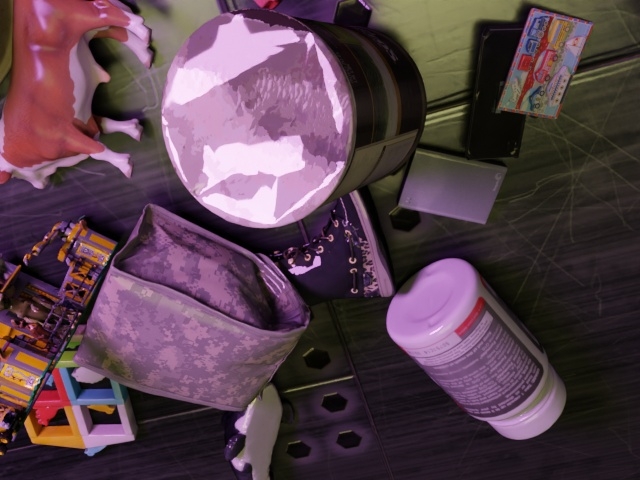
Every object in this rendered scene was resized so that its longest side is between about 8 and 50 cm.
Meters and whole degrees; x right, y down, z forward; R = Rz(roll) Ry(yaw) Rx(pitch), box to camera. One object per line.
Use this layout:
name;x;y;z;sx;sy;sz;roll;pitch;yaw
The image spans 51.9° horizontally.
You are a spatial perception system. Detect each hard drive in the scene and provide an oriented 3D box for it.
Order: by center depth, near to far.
hard drive;0.187;-0.080;0.942;0.135;0.022;0.094;11;120;-7

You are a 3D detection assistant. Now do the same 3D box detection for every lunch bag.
lunch bag;-0.178;0.119;0.969;0.286;0.169;0.235;26;129;-10

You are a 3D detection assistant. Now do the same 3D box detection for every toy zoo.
toy zoo;-0.436;0.273;1.155;0.192;0.030;0.293;-2;121;1

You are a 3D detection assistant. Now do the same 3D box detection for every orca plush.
orca plush;-0.128;0.343;1.186;0.151;0.102;0.287;-39;138;-28

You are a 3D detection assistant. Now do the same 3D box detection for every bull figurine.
bull figurine;-0.322;-0.181;0.840;0.188;0.101;0.311;11;123;-11

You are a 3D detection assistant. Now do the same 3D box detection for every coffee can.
coffee can;-0.012;-0.139;0.725;0.201;0.275;0.202;6;106;21

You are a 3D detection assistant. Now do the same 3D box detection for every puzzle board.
puzzle board;0.288;-0.222;0.840;0.096;0.011;0.128;5;117;-20

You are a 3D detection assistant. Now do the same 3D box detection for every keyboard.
keyboard;0.250;-0.193;0.870;0.108;0.023;0.180;-4;122;-9

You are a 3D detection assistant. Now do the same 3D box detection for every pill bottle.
pill bottle;0.246;0.175;1.015;0.161;0.161;0.283;-35;115;20

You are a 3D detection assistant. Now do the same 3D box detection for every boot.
boot;0.000;0.002;0.958;0.178;0.085;0.237;-15;119;13

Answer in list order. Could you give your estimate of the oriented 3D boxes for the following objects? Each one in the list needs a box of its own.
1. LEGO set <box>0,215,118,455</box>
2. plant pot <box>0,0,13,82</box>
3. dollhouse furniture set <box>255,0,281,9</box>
LEGO set;-0.442;0.102;0.908;0.192;0.331;0.255;27;138;-13
plant pot;-0.537;-0.240;0.684;0.333;0.305;0.334;0;121;0
dollhouse furniture set;0.066;-0.388;0.576;0.374;0.201;0.152;-38;86;38
